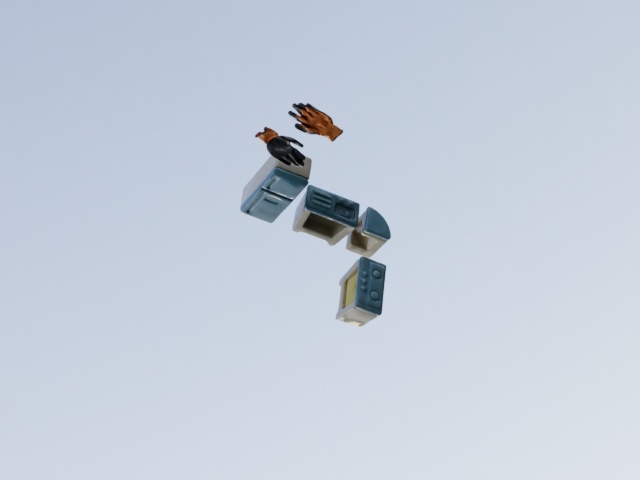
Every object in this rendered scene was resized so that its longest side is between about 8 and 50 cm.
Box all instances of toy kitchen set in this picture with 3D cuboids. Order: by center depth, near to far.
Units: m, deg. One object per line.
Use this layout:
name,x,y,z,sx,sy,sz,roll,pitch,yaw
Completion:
toy kitchen set,0.000,0.000,2.097,0.207,0.166,0.122,20,-36,-18

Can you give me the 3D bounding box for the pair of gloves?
pair of gloves,-0.024,-0.120,1.756,0.083,0.010,0.074,-37,-50,22
